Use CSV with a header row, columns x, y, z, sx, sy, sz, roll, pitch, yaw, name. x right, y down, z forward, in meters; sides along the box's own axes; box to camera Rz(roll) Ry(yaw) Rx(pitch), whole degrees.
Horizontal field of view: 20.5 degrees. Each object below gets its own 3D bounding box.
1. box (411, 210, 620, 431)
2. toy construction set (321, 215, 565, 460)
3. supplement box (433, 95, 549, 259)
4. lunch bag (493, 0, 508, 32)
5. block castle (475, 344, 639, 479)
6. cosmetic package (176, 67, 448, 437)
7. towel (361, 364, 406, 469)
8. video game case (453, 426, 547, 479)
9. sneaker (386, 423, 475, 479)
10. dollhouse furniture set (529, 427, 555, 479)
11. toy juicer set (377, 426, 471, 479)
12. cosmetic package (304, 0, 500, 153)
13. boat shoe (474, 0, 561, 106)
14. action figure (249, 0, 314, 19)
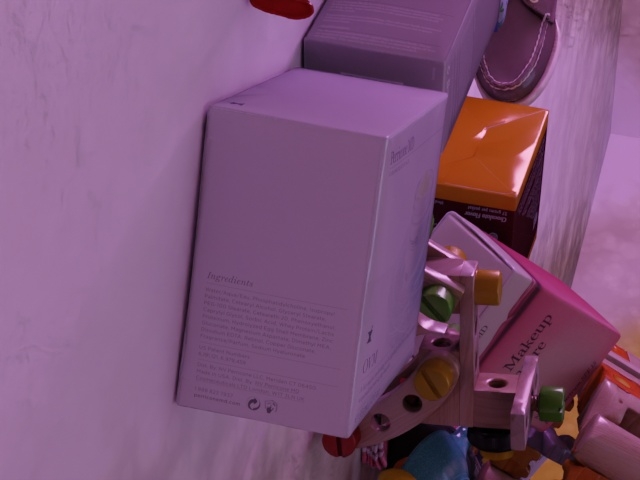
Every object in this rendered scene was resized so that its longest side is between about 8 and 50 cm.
x,y,z,sx,sy,sz,roll,pitch,yaw,name
0.195,0.093,1.945,0.232,0.127,0.149,28,102,-46,box
0.117,0.100,1.685,0.309,0.237,0.258,16,85,-76,toy construction set
0.182,-0.036,2.092,0.191,0.129,0.194,-63,159,-50,supplement box
0.162,-0.329,1.861,0.219,0.090,0.176,54,49,-72,lunch bag
0.333,0.304,2.080,0.303,0.212,0.453,-59,-178,12,block castle
0.000,0.000,1.333,0.224,0.138,0.225,-40,138,-70,cosmetic package
0.081,0.147,2.030,0.144,0.029,0.197,-63,159,-53,towel
0.225,0.279,2.339,0.183,0.023,0.201,-45,137,-19,video game case
0.122,0.335,2.202,0.130,0.109,0.286,-54,150,-45,sneaker
0.156,0.198,2.374,0.355,0.173,0.303,14,100,-48,dollhouse furniture set
0.111,0.273,2.044,0.329,0.089,0.209,-58,151,-8,toy juicer set
0.076,-0.185,1.535,0.238,0.127,0.107,-60,156,-51,cosmetic package
0.243,-0.316,2.176,0.097,0.116,0.324,65,33,-60,boat shoe
0.048,-0.268,1.343,0.280,0.139,0.091,-69,165,-48,action figure
